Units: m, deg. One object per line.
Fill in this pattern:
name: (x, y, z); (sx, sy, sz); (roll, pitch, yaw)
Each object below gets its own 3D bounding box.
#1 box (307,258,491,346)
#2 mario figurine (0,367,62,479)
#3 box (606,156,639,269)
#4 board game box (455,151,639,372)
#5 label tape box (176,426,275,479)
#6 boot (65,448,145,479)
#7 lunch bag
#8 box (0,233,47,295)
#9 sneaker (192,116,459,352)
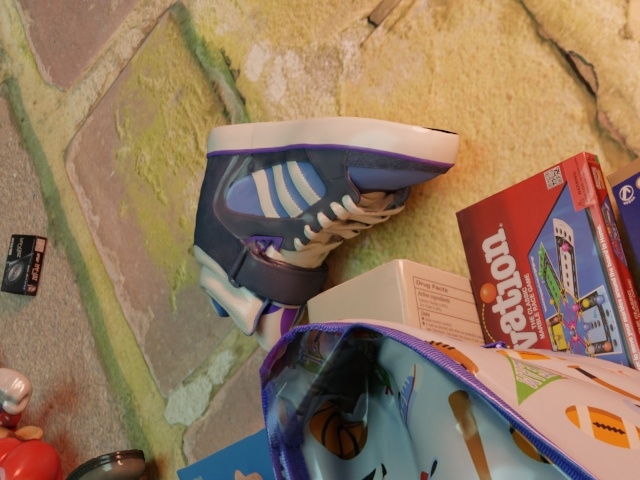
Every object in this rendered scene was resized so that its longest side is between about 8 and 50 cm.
box: (0.091, 0.187, 1.092); (0.121, 0.148, 0.311); (-26, 59, 38)
mario figurine: (-0.451, 0.246, 1.601); (0.320, 0.170, 0.198); (31, 136, 53)
box: (0.321, 0.014, 0.989); (0.136, 0.036, 0.225); (-34, 57, 34)
board game box: (0.207, 0.081, 1.068); (0.145, 0.027, 0.281); (-27, 66, 39)
label tape box: (-0.070, 0.362, 1.123); (0.249, 0.115, 0.347); (-34, 73, 54)
boot: (-0.254, 0.361, 1.450); (0.246, 0.083, 0.161); (-49, 53, 34)
lunch bag: (0.170, 0.202, 0.850); (0.385, 0.328, 0.239); (44, 110, 34)
box: (-0.412, 0.034, 1.741); (0.067, 0.018, 0.083); (4, 81, 46)
sneaker: (-0.001, 0.000, 1.270); (0.323, 0.130, 0.236); (2, 90, 41)
